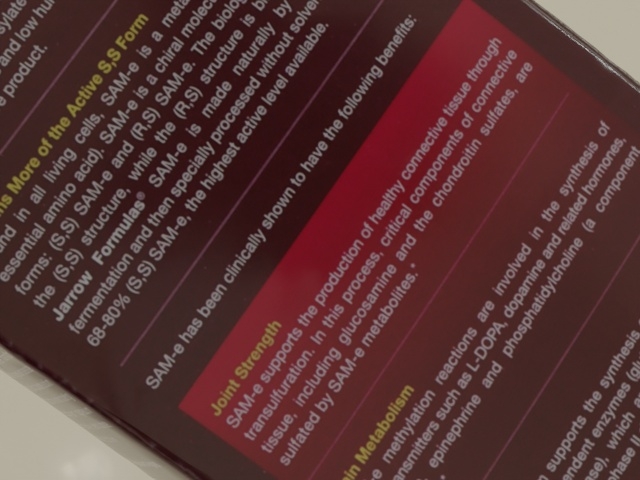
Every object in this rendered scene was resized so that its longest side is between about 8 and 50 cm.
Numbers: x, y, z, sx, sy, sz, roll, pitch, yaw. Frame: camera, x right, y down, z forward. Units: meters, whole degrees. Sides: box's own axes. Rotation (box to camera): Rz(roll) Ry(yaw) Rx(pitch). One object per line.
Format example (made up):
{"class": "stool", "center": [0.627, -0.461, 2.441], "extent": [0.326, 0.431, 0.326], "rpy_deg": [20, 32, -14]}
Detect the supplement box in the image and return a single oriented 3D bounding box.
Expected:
{"class": "supplement box", "center": [0.000, 0.000, 0.387], "extent": [0.239, 0.073, 0.130], "rpy_deg": [38, 77, -9]}
